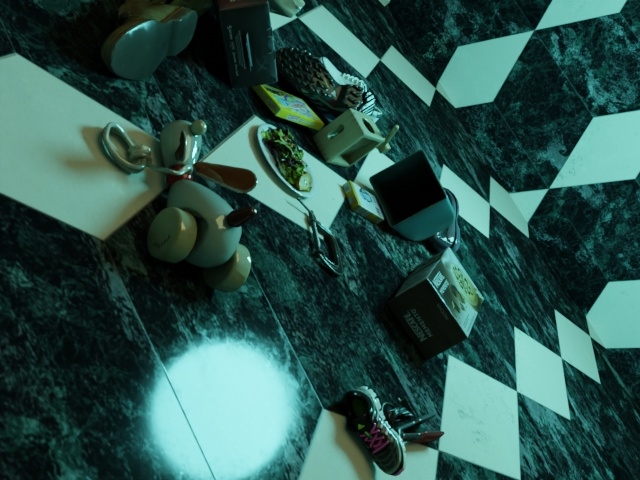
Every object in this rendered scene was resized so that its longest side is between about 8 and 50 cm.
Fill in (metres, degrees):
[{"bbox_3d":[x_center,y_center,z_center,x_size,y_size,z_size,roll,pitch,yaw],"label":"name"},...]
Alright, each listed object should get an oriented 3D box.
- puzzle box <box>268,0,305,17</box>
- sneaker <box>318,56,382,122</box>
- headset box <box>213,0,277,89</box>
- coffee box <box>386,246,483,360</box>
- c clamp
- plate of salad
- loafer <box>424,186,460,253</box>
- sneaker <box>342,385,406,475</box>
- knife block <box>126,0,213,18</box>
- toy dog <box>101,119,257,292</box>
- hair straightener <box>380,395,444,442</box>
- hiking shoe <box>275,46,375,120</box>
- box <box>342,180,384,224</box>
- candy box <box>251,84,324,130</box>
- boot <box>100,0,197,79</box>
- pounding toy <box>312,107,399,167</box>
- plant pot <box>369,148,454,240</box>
[{"bbox_3d":[-0.183,-0.703,1.988,0.272,0.052,0.409,46,3,-23],"label":"puzzle box"},{"bbox_3d":[0.089,-0.455,2.306,0.258,0.091,0.094,51,24,-10],"label":"sneaker"},{"bbox_3d":[-0.176,-0.500,1.716,0.218,0.110,0.293,86,-9,-53],"label":"headset box"},{"bbox_3d":[0.284,0.145,1.851,0.168,0.119,0.297,56,23,0],"label":"coffee box"},{"bbox_3d":[0.000,0.000,1.635,0.137,0.022,0.160,38,27,-44],"label":"c clamp"},{"bbox_3d":[-0.065,-0.184,1.713,0.200,0.048,0.200,42,27,-27],"label":"plate of salad"},{"bbox_3d":[0.353,-0.079,2.304,0.095,0.109,0.302,37,32,-28],"label":"loafer"},{"bbox_3d":[0.085,0.325,1.313,0.075,0.063,0.170,22,35,-52],"label":"sneaker"},{"bbox_3d":[-0.349,-0.594,1.666,0.242,0.088,0.276,60,24,12],"label":"knife block"},{"bbox_3d":[-0.183,-0.087,1.219,0.220,0.161,0.333,8,52,-60],"label":"toy dog"},{"bbox_3d":[0.156,0.343,1.457,0.230,0.047,0.089,12,48,-52],"label":"hair straightener"},{"bbox_3d":[-0.008,-0.394,2.051,0.304,0.132,0.113,32,62,-8],"label":"hiking shoe"},{"bbox_3d":[0.114,-0.094,1.961,0.136,0.028,0.081,30,34,-49],"label":"box"},{"bbox_3d":[-0.077,-0.328,1.883,0.105,0.027,0.206,52,22,21],"label":"candy box"},{"bbox_3d":[-0.344,-0.382,1.427,0.115,0.112,0.305,24,30,3],"label":"boot"},{"bbox_3d":[0.110,-0.279,2.002,0.206,0.181,0.094,3,56,-61],"label":"pounding toy"},{"bbox_3d":[0.271,-0.102,2.102,0.234,0.166,0.165,38,26,-60],"label":"plant pot"}]
